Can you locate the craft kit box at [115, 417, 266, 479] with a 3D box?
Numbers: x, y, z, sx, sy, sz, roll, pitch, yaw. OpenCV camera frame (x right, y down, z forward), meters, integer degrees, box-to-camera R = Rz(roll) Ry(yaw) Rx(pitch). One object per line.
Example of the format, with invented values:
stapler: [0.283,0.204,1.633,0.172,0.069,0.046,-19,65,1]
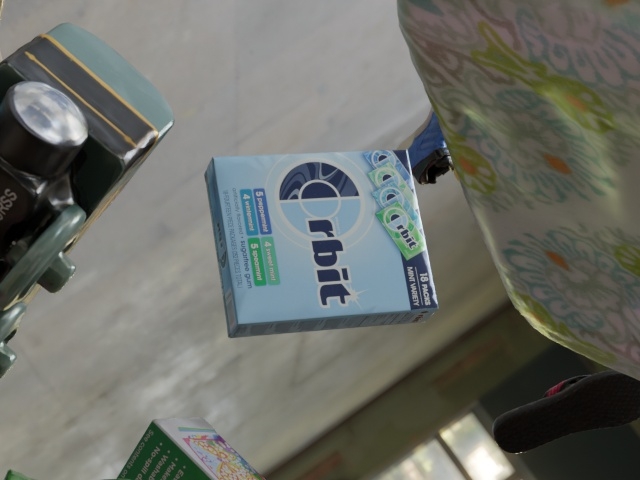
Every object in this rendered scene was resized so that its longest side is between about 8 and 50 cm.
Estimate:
craft kit box: [-0.063,0.269,0.719,0.250,0.246,0.061,-58,153,11]

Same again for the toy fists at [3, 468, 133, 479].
toy fists: [-0.123,0.250,0.612,0.096,0.142,0.279,152,-42,-73]

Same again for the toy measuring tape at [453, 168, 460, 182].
toy measuring tape: [0.258,-0.227,1.764,0.330,0.121,0.121,-64,163,5]

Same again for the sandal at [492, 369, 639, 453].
sandal: [0.264,0.170,1.372,0.179,0.067,0.040,-21,-157,17]

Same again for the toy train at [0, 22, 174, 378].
toy train: [-0.227,0.008,0.849,0.334,0.142,0.190,-48,-176,33]

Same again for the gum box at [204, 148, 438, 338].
gum box: [0.000,0.000,1.164,0.184,0.157,0.041,-3,159,-18]

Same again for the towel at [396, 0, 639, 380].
towel: [0.209,-0.021,0.747,0.090,0.320,0.374,-51,142,-20]

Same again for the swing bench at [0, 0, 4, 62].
swing bench: [-0.417,-0.236,1.186,0.253,0.165,0.255,-9,149,-20]

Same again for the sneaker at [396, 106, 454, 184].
sneaker: [0.179,-0.145,1.872,0.152,0.084,0.058,-48,147,19]
